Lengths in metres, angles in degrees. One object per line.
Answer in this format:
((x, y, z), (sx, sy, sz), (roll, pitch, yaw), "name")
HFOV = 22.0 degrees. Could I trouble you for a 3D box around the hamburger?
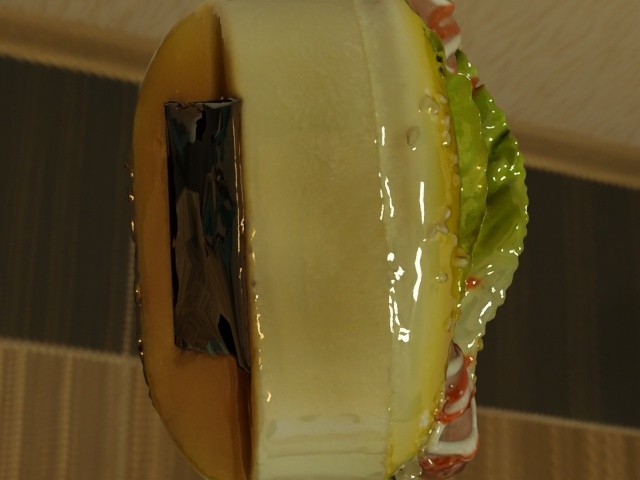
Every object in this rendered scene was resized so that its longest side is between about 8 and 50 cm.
((0.000, 0.000, 0.638), (0.116, 0.173, 0.210), (-3, 89, -29), "hamburger")
